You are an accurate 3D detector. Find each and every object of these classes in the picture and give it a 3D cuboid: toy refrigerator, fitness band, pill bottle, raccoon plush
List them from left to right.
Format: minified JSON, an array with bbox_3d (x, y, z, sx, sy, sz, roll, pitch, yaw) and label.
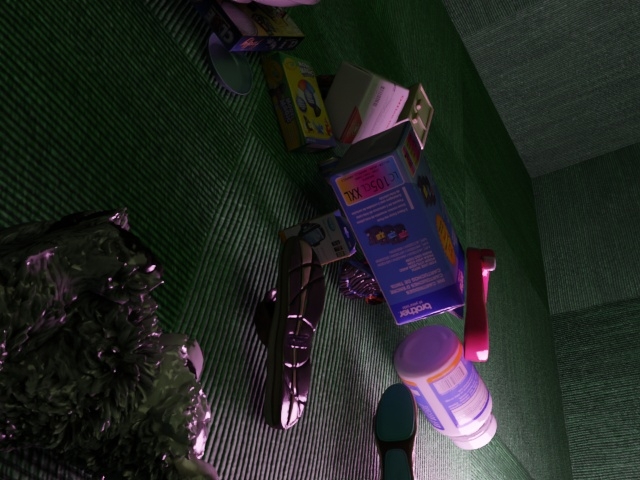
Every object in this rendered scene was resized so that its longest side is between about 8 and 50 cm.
[{"bbox_3d":[-0.288,0.160,0.520,0.446,0.216,0.299,-21,107,-33],"label":"raccoon plush"},{"bbox_3d":[0.262,-0.356,1.803,0.102,0.094,0.269,58,31,-23],"label":"toy refrigerator"},{"bbox_3d":[0.285,0.331,1.366,0.272,0.152,0.152,57,31,-25],"label":"pill bottle"},{"bbox_3d":[0.313,0.122,1.223,0.291,0.054,0.209,-22,114,-75],"label":"fitness band"}]

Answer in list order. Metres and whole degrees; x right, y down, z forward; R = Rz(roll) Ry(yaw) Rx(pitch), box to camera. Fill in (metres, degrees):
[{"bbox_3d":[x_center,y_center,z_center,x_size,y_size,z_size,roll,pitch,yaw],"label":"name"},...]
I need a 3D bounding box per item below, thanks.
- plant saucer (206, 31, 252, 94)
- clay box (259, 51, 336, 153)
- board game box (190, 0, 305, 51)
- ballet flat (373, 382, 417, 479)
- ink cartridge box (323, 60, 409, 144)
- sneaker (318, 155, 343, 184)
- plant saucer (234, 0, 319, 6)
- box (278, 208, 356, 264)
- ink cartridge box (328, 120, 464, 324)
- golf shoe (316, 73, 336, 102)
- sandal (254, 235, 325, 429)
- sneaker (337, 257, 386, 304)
[{"bbox_3d":[-0.166,-0.312,1.101,0.119,0.021,0.119,38,42,-46],"label":"plant saucer"},{"bbox_3d":[-0.046,-0.291,1.265,0.127,0.053,0.222,-10,83,-60],"label":"clay box"},{"bbox_3d":[-0.142,-0.428,1.145,0.165,0.042,0.243,53,29,2],"label":"board game box"},{"bbox_3d":[0.144,0.398,1.173,0.086,0.086,0.248,47,38,-37],"label":"ballet flat"},{"bbox_3d":[0.098,-0.303,1.405,0.092,0.159,0.218,34,19,24],"label":"ink cartridge box"},{"bbox_3d":[0.049,-0.150,1.350,0.144,0.053,0.059,-12,83,-53],"label":"sneaker"},{"bbox_3d":[-0.175,-0.513,1.049,0.400,0.100,0.400,31,31,-21],"label":"plant saucer"},{"bbox_3d":[0.000,0.000,1.082,0.028,0.136,0.081,-35,105,-61],"label":"box"},{"bbox_3d":[0.182,-0.016,1.263,0.396,0.151,0.270,66,20,-15],"label":"ink cartridge box"},{"bbox_3d":[0.040,-0.349,1.454,0.186,0.067,0.086,-31,125,-59],"label":"golf shoe"},{"bbox_3d":[-0.063,0.134,0.959,0.120,0.086,0.303,36,58,-55],"label":"sandal"},{"bbox_3d":[0.091,0.074,1.274,0.221,0.083,0.087,33,38,-61],"label":"sneaker"}]
